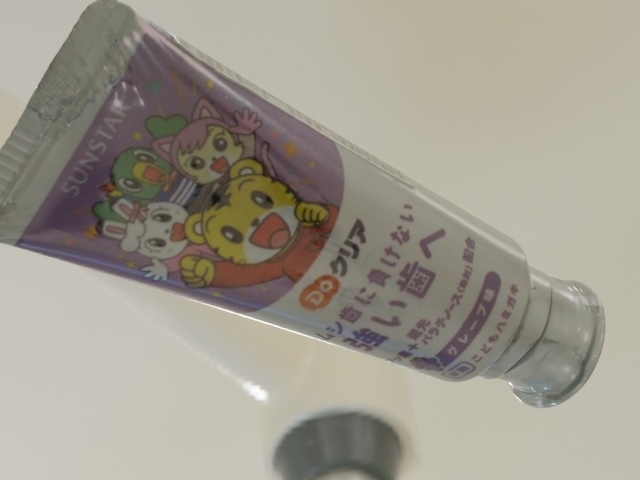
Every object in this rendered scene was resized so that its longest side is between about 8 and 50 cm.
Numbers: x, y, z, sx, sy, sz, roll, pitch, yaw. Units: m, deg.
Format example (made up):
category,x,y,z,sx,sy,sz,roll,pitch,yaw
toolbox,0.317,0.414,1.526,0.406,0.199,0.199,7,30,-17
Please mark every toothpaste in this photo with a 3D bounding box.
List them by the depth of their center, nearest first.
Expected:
category,x,y,z,sx,sy,sz,roll,pitch,yaw
toothpaste,0.000,0.000,0.767,0.299,0.073,0.114,23,-69,-33
